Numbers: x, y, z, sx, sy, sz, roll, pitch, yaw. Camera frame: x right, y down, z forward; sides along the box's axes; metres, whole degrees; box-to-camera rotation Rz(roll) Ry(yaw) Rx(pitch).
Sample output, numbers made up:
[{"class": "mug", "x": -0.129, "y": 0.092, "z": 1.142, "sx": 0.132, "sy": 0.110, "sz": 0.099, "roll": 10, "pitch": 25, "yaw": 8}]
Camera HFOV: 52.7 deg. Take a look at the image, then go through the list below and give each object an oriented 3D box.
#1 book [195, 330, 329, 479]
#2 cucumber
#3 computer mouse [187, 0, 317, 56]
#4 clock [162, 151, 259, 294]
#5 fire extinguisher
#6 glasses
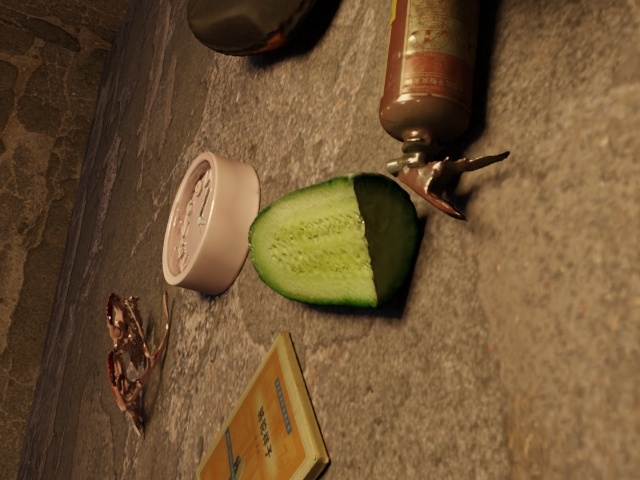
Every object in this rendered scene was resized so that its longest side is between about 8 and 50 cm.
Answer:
[{"class": "book", "x": -0.074, "y": 0.238, "z": 0.681, "sx": 0.242, "sy": 0.018, "sz": 0.170, "roll": -60, "pitch": 30, "yaw": 25}, {"class": "cucumber", "x": 0.000, "y": 0.000, "z": 0.615, "sx": 0.243, "sy": 0.063, "sz": 0.115, "roll": -5, "pitch": 103, "yaw": 58}, {"class": "computer mouse", "x": -0.076, "y": -0.348, "z": 0.894, "sx": 0.323, "sy": 0.116, "sz": 0.183, "roll": 15, "pitch": 86, "yaw": 55}, {"class": "clock", "x": -0.160, "y": -0.024, "z": 0.926, "sx": 0.197, "sy": 0.068, "sz": 0.197, "roll": -36, "pitch": 46, "yaw": 49}, {"class": "fire extinguisher", "x": 0.092, "y": -0.132, "z": 0.506, "sx": 0.106, "sy": 0.075, "sz": 0.252, "roll": 151, "pitch": 130, "yaw": -66}, {"class": "glasses", "x": -0.296, "y": 0.187, "z": 1.078, "sx": 0.162, "sy": 0.095, "sz": 0.256, "roll": 96, "pitch": 168, "yaw": -52}]
